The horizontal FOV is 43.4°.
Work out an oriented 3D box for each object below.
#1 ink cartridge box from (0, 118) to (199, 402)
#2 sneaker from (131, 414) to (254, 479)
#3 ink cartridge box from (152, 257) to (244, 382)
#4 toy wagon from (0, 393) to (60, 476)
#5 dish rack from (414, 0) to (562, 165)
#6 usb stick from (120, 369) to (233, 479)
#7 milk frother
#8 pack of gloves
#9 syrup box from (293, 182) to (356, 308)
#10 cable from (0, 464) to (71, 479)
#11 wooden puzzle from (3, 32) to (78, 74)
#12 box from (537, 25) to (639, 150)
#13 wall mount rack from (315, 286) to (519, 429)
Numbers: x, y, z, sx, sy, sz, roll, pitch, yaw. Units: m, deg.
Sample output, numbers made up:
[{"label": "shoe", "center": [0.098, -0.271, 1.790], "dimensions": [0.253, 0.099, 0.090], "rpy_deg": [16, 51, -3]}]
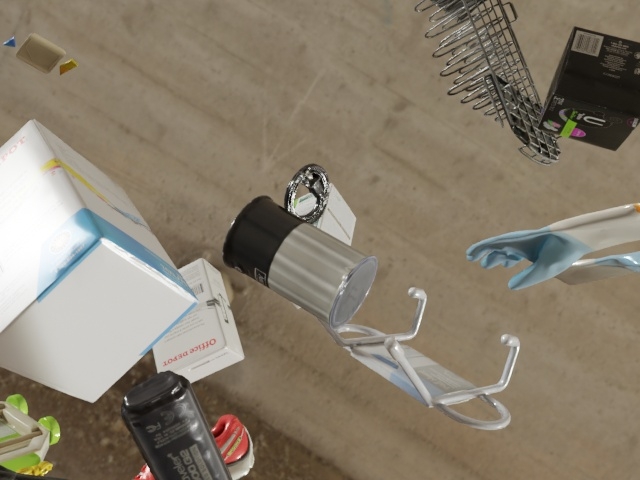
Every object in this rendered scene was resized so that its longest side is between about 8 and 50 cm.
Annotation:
[{"label": "ink cartridge box", "center": [-0.334, 0.024, 1.034], "dimensions": [0.270, 0.198, 0.197], "rpy_deg": [49, 3, 38]}, {"label": "sneaker", "center": [-0.248, 0.364, 1.310], "dimensions": [0.279, 0.118, 0.107], "rpy_deg": [-19, 5, -24]}, {"label": "ink cartridge box", "center": [-0.250, 0.160, 1.557], "dimensions": [0.086, 0.148, 0.203], "rpy_deg": [49, 18, -58]}, {"label": "toy wagon", "center": [-0.626, 0.386, 1.496], "dimensions": [0.344, 0.068, 0.267], "rpy_deg": [18, 17, 36]}, {"label": "dish rack", "center": [0.172, -0.201, 0.859], "dimensions": [0.208, 0.074, 0.272], "rpy_deg": [4, 64, -58]}, {"label": "usb stick", "center": [-0.143, 0.251, 0.879], "dimensions": [0.077, 0.278, 0.045], "rpy_deg": [-25, 40, -14]}, {"label": "milk frother", "center": [0.000, 0.000, 0.820], "dimensions": [0.134, 0.143, 0.129], "rpy_deg": [30, -3, 20]}, {"label": "pack of gloves", "center": [0.272, 0.028, 0.789], "dimensions": [0.195, 0.046, 0.232], "rpy_deg": [15, -17, -30]}, {"label": "syrup box", "center": [-0.009, 0.006, 1.468], "dimensions": [0.096, 0.093, 0.237], "rpy_deg": [54, 27, -24]}, {"label": "cable", "center": [-0.516, 0.399, 1.290], "dimensions": [0.287, 0.072, 0.139], "rpy_deg": [9, 26, -8]}, {"label": "wooden puzzle", "center": [-0.506, -0.340, 1.457], "dimensions": [0.116, 0.078, 0.014], "rpy_deg": [34, 44, -36]}, {"label": "box", "center": [0.193, -0.104, 0.563], "dimensions": [0.062, 0.052, 0.083], "rpy_deg": [18, -6, 11]}, {"label": "wall mount rack", "center": [0.120, 0.153, 1.201], "dimensions": [0.304, 0.131, 0.350], "rpy_deg": [1, 18, -42]}]
